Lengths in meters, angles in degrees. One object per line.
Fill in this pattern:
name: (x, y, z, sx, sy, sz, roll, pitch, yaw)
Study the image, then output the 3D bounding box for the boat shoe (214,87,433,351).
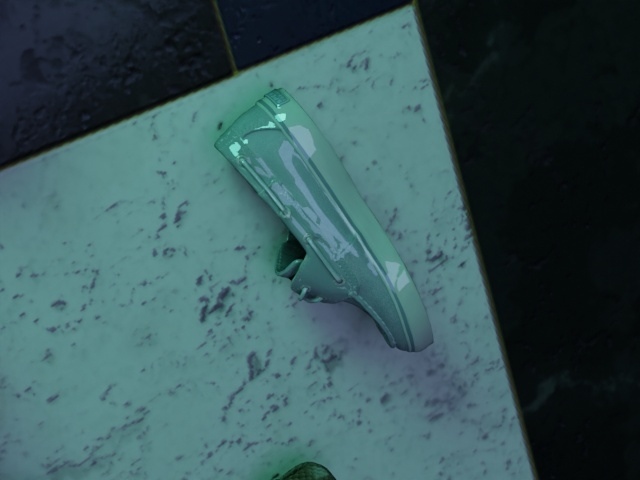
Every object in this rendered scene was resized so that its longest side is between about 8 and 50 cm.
boat shoe: (0.000, 0.000, 1.265, 0.081, 0.079, 0.227, -34, 111, -3)

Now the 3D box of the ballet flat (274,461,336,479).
ballet flat: (-0.066, 0.272, 1.319, 0.084, 0.058, 0.250, 24, 99, -50)
